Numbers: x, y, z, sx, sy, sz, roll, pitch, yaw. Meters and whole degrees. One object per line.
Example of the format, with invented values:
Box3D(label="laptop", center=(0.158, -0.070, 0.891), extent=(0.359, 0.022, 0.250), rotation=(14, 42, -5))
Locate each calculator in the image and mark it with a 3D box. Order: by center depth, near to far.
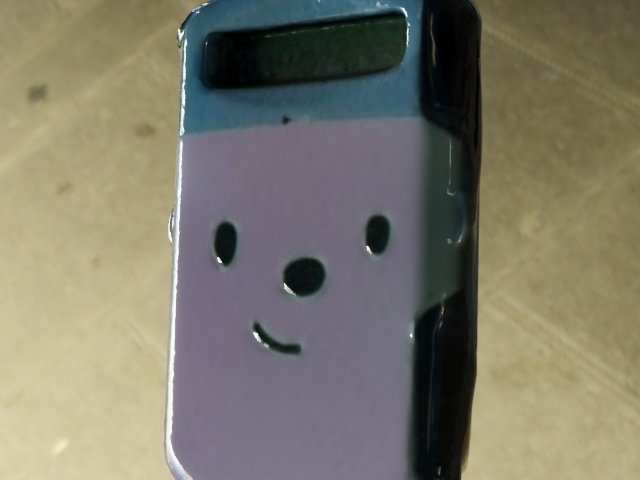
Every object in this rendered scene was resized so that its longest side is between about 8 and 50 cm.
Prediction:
Box3D(label="calculator", center=(0.000, 0.000, 0.820), extent=(0.173, 0.051, 0.293), rotation=(-2, 83, 37))
